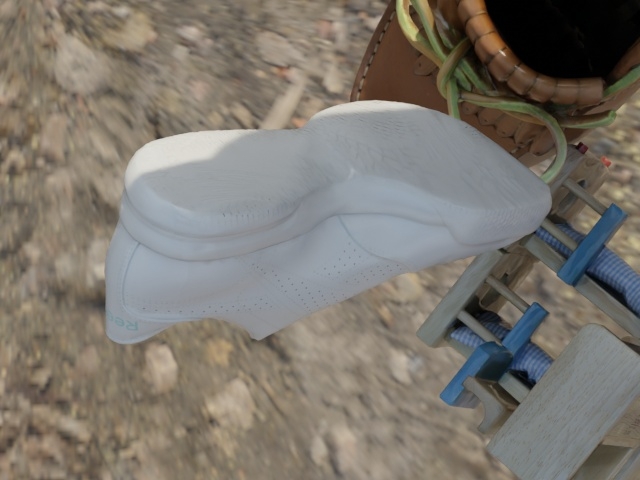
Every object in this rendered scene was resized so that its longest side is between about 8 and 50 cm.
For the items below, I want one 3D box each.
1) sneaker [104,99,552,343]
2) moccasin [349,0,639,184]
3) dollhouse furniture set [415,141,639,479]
[{"bbox_3d":[0.000,0.000,0.816,0.212,0.080,0.094,-5,130,-35],"label":"sneaker"},{"bbox_3d":[0.110,-0.112,0.891,0.147,0.380,0.139,-33,91,-34],"label":"moccasin"},{"bbox_3d":[0.122,0.033,0.921,0.129,0.184,0.129,40,98,20],"label":"dollhouse furniture set"}]
